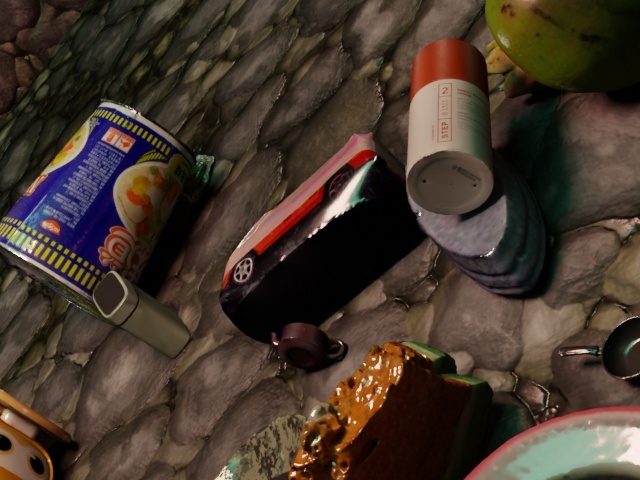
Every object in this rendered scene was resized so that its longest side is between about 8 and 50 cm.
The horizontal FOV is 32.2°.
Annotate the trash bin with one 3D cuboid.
[{"bbox_3d":[-0.275,0.114,1.703,0.059,0.130,0.116,-51,30,1],"label":"trash bin"}]

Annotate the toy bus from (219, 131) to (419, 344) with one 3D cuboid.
[{"bbox_3d":[0.000,0.000,1.465,0.303,0.127,0.147,-41,27,20],"label":"toy bus"}]

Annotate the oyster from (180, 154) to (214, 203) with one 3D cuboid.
[{"bbox_3d":[-0.223,-0.112,1.983,0.100,0.037,0.098,-42,44,-22],"label":"oyster"}]

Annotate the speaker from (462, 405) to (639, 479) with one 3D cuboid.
[{"bbox_3d":[0.209,0.257,0.767,0.294,0.294,0.294,-34,35,28],"label":"speaker"}]

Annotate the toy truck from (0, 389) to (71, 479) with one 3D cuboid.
[{"bbox_3d":[-0.524,0.347,1.717,0.288,0.204,0.211,0,55,55],"label":"toy truck"}]

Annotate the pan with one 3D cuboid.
[{"bbox_3d":[0.284,0.108,1.064,0.115,0.023,0.068,-9,51,45],"label":"pan"}]

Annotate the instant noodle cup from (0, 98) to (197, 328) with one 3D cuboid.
[{"bbox_3d":[-0.366,-0.055,1.859,0.284,0.284,0.312,10,65,56],"label":"instant noodle cup"}]

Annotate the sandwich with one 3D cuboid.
[{"bbox_3d":[0.068,0.210,1.090,0.109,0.212,0.292,9,45,38],"label":"sandwich"}]

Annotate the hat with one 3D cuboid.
[{"bbox_3d":[-0.053,0.321,1.189,0.265,0.128,0.265,-41,17,15],"label":"hat"}]

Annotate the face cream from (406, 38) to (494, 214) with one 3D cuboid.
[{"bbox_3d":[0.150,-0.136,1.288,0.096,0.096,0.214,-31,34,31],"label":"face cream"}]

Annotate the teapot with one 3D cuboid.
[{"bbox_3d":[-0.016,0.130,1.406,0.100,0.067,0.045,4,51,13],"label":"teapot"}]

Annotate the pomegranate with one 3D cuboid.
[{"bbox_3d":[0.287,-0.260,1.294,0.302,0.236,0.235,-50,20,54],"label":"pomegranate"}]

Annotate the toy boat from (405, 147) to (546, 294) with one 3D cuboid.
[{"bbox_3d":[0.185,-0.034,1.300,0.127,0.078,0.283,-40,31,13],"label":"toy boat"}]
